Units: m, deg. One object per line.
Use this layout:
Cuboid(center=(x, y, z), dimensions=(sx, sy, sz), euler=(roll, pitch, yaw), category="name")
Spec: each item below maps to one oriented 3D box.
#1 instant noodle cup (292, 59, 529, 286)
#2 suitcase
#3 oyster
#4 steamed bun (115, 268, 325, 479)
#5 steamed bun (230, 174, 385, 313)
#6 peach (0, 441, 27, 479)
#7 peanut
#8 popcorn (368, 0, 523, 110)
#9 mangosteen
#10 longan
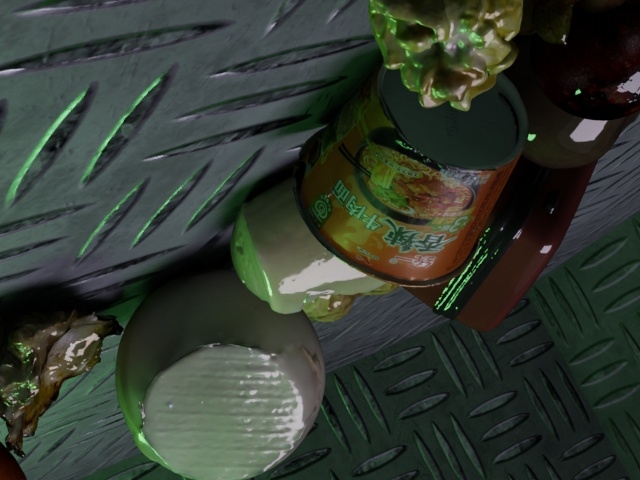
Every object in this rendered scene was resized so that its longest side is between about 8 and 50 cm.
Cuboid(center=(0.106, -0.090, 1.395), dimensions=(0.230, 0.230, 0.182), euler=(-20, 158, -33), category="instant noodle cup")
Cuboid(center=(0.235, -0.047, 1.691), dimensions=(0.297, 0.161, 0.236), euler=(-57, 177, -47), category="suitcase")
Cuboid(center=(-0.364, 0.168, 1.633), dimensions=(0.221, 0.096, 0.361), euler=(-62, 174, -5), category="oyster")
Cuboid(center=(-0.143, 0.170, 1.841), dimensions=(0.309, 0.309, 0.309), euler=(-27, 169, -6), category="steamed bun")
Cuboid(center=(0.000, 0.000, 1.635), dimensions=(0.225, 0.170, 0.200), euler=(-26, 173, -2), category="steamed bun")
Cuboid(center=(-0.534, 0.397, 1.722), dimensions=(0.310, 0.335, 0.406), euler=(-34, 175, -37), category="peach")
Cuboid(center=(0.035, 0.062, 2.135), dimensions=(0.233, 0.110, 0.197), euler=(-27, 164, -8), category="peanut")
Cuboid(center=(0.108, -0.196, 1.113), dimensions=(0.162, 0.135, 0.141), euler=(29, 115, -26), category="popcorn")
Cuboid(center=(0.288, -0.220, 1.350), dimensions=(0.200, 0.200, 0.200), euler=(-27, 169, -6), category="mangosteen")
Cuboid(center=(0.289, -0.176, 1.531), dimensions=(0.189, 0.189, 0.189), euler=(-27, 169, -6), category="longan")
